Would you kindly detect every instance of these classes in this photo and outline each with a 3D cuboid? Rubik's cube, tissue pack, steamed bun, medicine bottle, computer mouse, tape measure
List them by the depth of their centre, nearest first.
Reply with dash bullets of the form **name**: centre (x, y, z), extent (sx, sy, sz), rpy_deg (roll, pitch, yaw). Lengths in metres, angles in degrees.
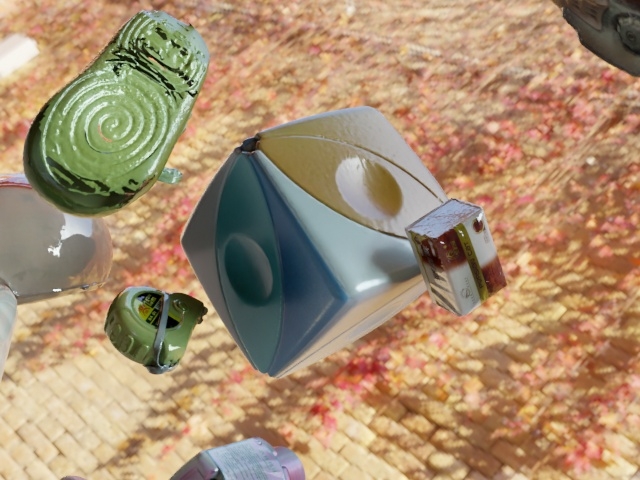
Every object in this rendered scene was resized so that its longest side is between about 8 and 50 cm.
- **medicine bottle**: centre (-0.104, 0.318, 1.188), extent (0.188, 0.119, 0.094), rpy_deg (1, 48, -55)
- **computer mouse**: centre (0.403, -0.364, 1.233), extent (0.389, 0.199, 0.115), rpy_deg (44, -18, 21)
- **tissue pack**: centre (0.218, 0.026, 1.477), extent (0.099, 0.106, 0.148), rpy_deg (27, -35, 59)
- **tape measure**: centre (-0.278, 0.143, 1.530), extent (0.154, 0.177, 0.087), rpy_deg (29, -64, -9)
- **Rubik's cube**: centre (0.000, 0.000, 1.664), extent (0.347, 0.352, 0.351), rpy_deg (56, -45, 13)
- **steamed bun**: centre (-0.578, -0.004, 1.725), extent (0.374, 0.375, 0.241), rpy_deg (-5, -86, 63)

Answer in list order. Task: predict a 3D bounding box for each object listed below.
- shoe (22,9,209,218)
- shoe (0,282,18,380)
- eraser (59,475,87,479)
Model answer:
- **shoe**: centre (-0.202, -0.125, 0.987), extent (0.140, 0.262, 0.128), rpy_deg (26, -26, -1)
- **shoe**: centre (-0.371, 0.070, 0.795), extent (0.160, 0.131, 0.363), rpy_deg (11, -17, -3)
- **eraser**: centre (-0.303, 0.388, 1.130), extent (0.059, 0.204, 0.243), rpy_deg (17, 27, -36)
